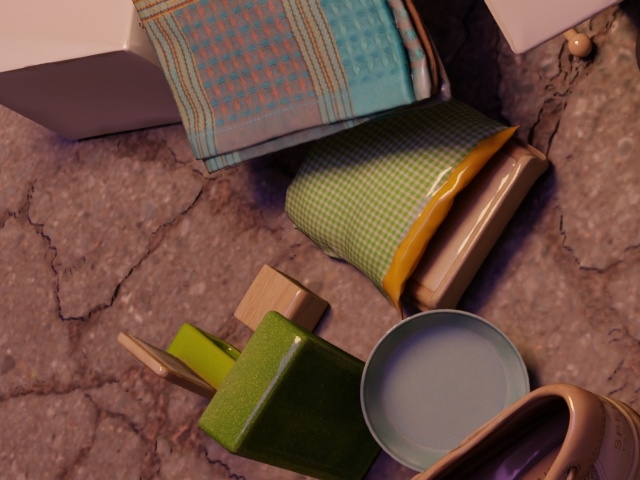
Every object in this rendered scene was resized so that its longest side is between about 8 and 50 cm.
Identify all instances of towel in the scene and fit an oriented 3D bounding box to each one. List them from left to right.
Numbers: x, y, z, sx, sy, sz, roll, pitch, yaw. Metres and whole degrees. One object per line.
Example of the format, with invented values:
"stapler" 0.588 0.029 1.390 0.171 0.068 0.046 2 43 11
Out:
"towel" -0.073 -0.239 1.400 0.271 0.040 0.370 -14 104 48

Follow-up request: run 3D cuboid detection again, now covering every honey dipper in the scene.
"honey dipper" 0.158 -0.191 1.455 0.030 0.030 0.161 -44 55 15

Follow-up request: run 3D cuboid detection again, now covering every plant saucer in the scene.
"plant saucer" 0.088 0.106 1.353 0.119 0.021 0.119 0 97 3

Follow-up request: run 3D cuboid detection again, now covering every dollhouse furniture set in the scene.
"dollhouse furniture set" 0.000 0.000 1.412 0.197 0.151 0.301 35 94 41

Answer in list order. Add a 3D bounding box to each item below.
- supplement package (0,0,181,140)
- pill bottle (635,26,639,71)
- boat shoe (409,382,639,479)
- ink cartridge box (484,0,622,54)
"supplement package" -0.177 -0.214 1.635 0.194 0.149 0.203 -6 69 35
"pill bottle" 0.308 -0.090 1.237 0.117 0.117 0.208 -48 51 12
"boat shoe" 0.070 0.217 1.298 0.341 0.110 0.122 -46 51 13
"ink cartridge box" 0.218 -0.237 1.264 0.197 0.273 0.114 -28 95 26
